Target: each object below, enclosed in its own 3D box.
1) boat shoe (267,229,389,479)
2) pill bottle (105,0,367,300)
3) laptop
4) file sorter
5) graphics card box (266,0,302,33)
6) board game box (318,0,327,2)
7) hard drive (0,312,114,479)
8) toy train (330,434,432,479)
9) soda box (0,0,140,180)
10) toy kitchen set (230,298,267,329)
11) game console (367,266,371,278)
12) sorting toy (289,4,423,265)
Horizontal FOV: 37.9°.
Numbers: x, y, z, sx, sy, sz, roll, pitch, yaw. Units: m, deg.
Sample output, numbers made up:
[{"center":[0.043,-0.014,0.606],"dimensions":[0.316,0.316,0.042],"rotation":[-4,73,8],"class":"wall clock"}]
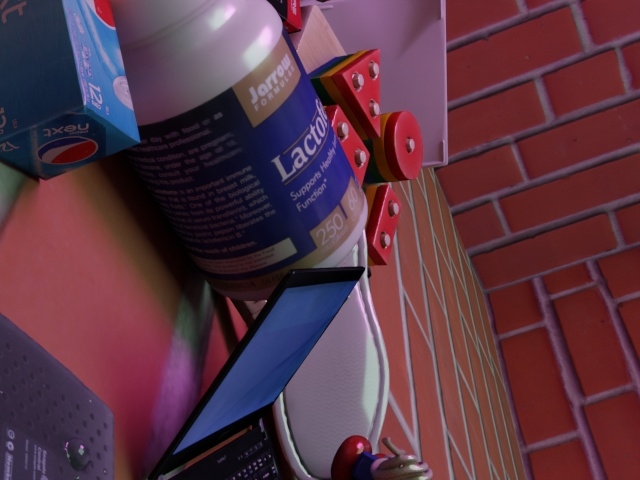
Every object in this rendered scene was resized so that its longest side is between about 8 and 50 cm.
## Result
[{"center":[-0.003,0.086,0.879],"dimensions":[0.091,0.114,0.303],"rotation":[132,-35,-60],"class":"boat shoe"},{"center":[-0.078,-0.094,0.712],"dimensions":[0.153,0.153,0.265],"rotation":[-92,158,-53],"class":"pill bottle"},{"center":[-0.010,0.164,0.653],"dimensions":[0.234,0.136,0.264],"rotation":[5,67,-76],"class":"laptop"},{"center":[0.071,-0.255,1.350],"dimensions":[0.173,0.192,0.278],"rotation":[-99,-178,-53],"class":"file sorter"},{"center":[-0.127,-0.332,0.810],"dimensions":[0.371,0.094,0.233],"rotation":[7,79,-71],"class":"graphics card box"},{"center":[-0.083,-0.377,1.046],"dimensions":[0.281,0.027,0.145],"rotation":[7,78,-48],"class":"board game box"},{"center":[-0.158,0.086,0.328],"dimensions":[0.255,0.054,0.172],"rotation":[55,20,-50],"class":"hard drive"},{"center":[0.034,0.225,0.674],"dimensions":[0.143,0.105,0.248],"rotation":[-62,157,-12],"class":"toy train"},{"center":[-0.174,-0.149,0.568],"dimensions":[0.067,0.071,0.210],"rotation":[35,37,-69],"class":"soda box"},{"center":[-0.026,0.040,0.800],"dimensions":[0.075,0.083,0.068],"rotation":[56,-23,10],"class":"toy kitchen set"},{"center":[0.000,0.000,1.226],"dimensions":[0.124,0.085,0.144],"rotation":[18,-47,66],"class":"game console"},{"center":[0.036,-0.108,1.119],"dimensions":[0.257,0.089,0.256],"rotation":[52,45,-44],"class":"sorting toy"}]
